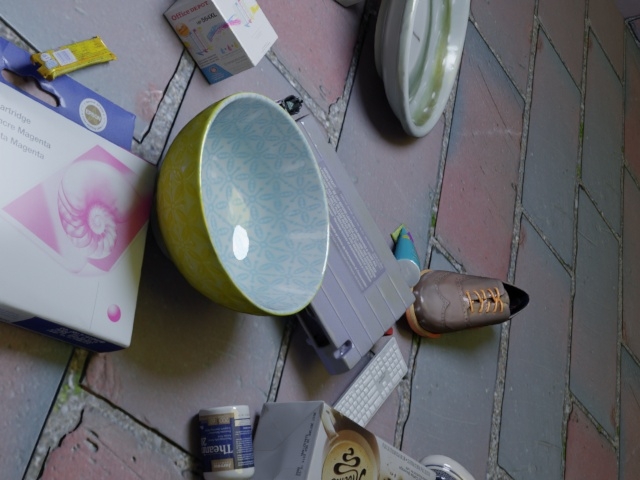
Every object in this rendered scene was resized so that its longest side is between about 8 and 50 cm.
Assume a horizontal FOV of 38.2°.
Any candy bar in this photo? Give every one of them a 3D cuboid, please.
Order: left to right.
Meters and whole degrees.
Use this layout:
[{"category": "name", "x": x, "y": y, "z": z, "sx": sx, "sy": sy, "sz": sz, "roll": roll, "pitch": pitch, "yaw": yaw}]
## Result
[{"category": "candy bar", "x": -0.297, "y": -0.224, "z": 1.127, "sx": 0.040, "sy": 0.018, "sz": 0.161, "roll": 53, "pitch": 27, "yaw": -6}]

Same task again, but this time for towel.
[{"category": "towel", "x": 0.160, "y": 0.013, "z": 1.727, "sx": 0.060, "sy": 0.009, "sz": 0.083, "roll": -41, "pitch": 111, "yaw": -52}]

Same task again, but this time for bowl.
[{"category": "bowl", "x": -0.126, "y": -0.034, "z": 1.203, "sx": 0.289, "sy": 0.156, "sz": 0.289, "roll": 27, "pitch": 58, "yaw": -54}]

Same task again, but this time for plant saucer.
[{"category": "plant saucer", "x": 0.185, "y": -0.399, "z": 1.752, "sx": 0.400, "sy": 0.101, "sz": 0.400, "roll": 14, "pitch": 90, "yaw": -70}]

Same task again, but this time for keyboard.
[{"category": "keyboard", "x": 0.064, "y": 0.257, "z": 1.467, "sx": 0.256, "sy": 0.014, "sz": 0.072, "roll": -44, "pitch": 114, "yaw": -40}]

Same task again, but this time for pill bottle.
[{"category": "pill bottle", "x": -0.120, "y": 0.275, "z": 1.190, "sx": 0.067, "sy": 0.067, "sz": 0.120, "roll": 10, "pitch": 71, "yaw": -53}]

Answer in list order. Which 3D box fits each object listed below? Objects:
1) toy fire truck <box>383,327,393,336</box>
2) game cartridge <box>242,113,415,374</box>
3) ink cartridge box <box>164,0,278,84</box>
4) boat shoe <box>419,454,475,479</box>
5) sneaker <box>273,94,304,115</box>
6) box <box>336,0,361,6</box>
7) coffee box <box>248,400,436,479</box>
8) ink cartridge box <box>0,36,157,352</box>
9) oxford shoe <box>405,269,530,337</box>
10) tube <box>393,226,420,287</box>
[{"category": "toy fire truck", "x": 0.067, "y": 0.108, "z": 1.530, "sx": 0.135, "sy": 0.047, "sz": 0.192, "roll": 21, "pitch": 62, "yaw": -51}, {"category": "game cartridge", "x": 0.000, "y": 0.000, "z": 1.423, "sx": 0.355, "sy": 0.068, "sz": 0.230, "roll": 60, "pitch": 38, "yaw": -9}, {"category": "ink cartridge box", "x": -0.148, "y": -0.318, "z": 1.335, "sx": 0.143, "sy": 0.092, "sz": 0.090, "roll": 55, "pitch": 40, "yaw": -26}, {"category": "boat shoe", "x": 0.221, "y": 0.537, "z": 1.524, "sx": 0.158, "sy": 0.127, "sz": 0.340, "roll": -40, "pitch": 112, "yaw": -61}, {"category": "sneaker", "x": -0.061, "y": -0.207, "z": 1.438, "sx": 0.098, "sy": 0.069, "sz": 0.038, "roll": -41, "pitch": 112, "yaw": -52}, {"category": "box", "x": -0.001, "y": -0.519, "z": 1.610, "sx": 0.275, "sy": 0.094, "sz": 0.113, "roll": 21, "pitch": 62, "yaw": -51}, {"category": "coffee box", "x": 0.031, "y": 0.363, "z": 1.319, "sx": 0.297, "sy": 0.119, "sz": 0.168, "roll": 40, "pitch": 53, "yaw": -40}, {"category": "ink cartridge box", "x": -0.325, "y": -0.074, "z": 1.023, "sx": 0.324, "sy": 0.071, "sz": 0.330, "roll": 29, "pitch": 57, "yaw": -47}, {"category": "oxford shoe", "x": 0.279, "y": 0.109, "z": 1.753, "sx": 0.364, "sy": 0.133, "sz": 0.129, "roll": 0, "pitch": 79, "yaw": -55}, {"category": "tube", "x": 0.153, "y": 0.034, "z": 1.629, "sx": 0.207, "sy": 0.052, "sz": 0.080, "roll": -59, "pitch": 135, "yaw": -75}]
